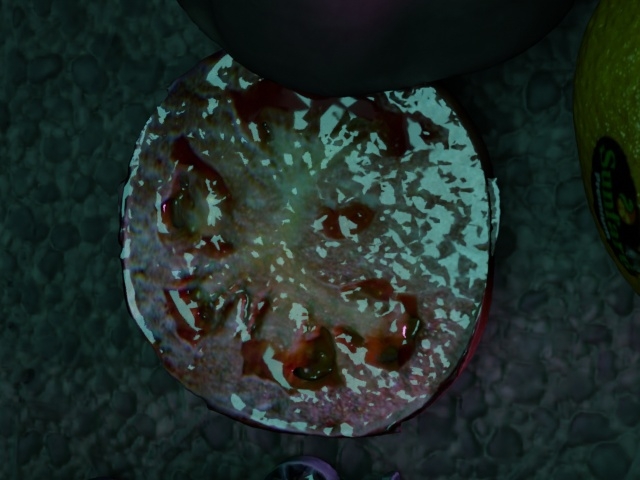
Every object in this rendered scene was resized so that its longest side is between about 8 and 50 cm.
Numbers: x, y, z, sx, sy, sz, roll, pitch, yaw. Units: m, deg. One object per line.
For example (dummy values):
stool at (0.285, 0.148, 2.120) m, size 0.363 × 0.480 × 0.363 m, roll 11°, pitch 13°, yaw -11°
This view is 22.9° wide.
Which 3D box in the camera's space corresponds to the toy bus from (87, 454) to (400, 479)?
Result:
toy bus at (-0.088, 0.220, 0.880) m, size 0.271 × 0.133 × 0.164 m, roll -8°, pitch 94°, yaw 15°

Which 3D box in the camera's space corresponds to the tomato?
tomato at (0.000, -0.002, 0.868) m, size 0.225 × 0.085 × 0.225 m, roll 2°, pitch 96°, yaw 16°

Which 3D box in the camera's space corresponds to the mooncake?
mooncake at (0.028, -0.191, 0.794) m, size 0.245 × 0.133 × 0.245 m, roll -1°, pitch 63°, yaw 2°

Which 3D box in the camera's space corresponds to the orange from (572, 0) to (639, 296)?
orange at (0.227, -0.045, 0.729) m, size 0.236 × 0.236 × 0.236 m, roll 1°, pitch 92°, yaw 17°
